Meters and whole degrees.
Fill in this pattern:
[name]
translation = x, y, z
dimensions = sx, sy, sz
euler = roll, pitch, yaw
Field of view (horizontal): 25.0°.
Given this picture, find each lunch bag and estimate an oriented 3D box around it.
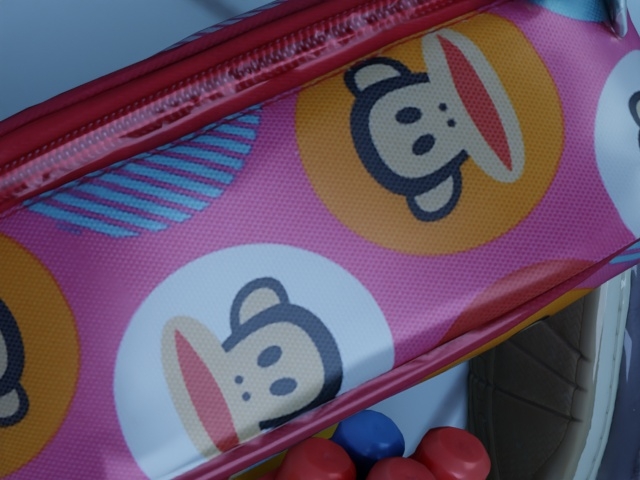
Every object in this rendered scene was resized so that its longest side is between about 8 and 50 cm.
[lunch bag]
translation = 0.000, 0.000, 0.472
dimensions = 0.258, 0.293, 0.120
euler = -24, 88, -9

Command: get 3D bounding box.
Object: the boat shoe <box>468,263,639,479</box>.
[boat shoe]
translation = 0.123, 0.098, 0.635
dimensions = 0.092, 0.103, 0.285
euler = -4, 107, -19

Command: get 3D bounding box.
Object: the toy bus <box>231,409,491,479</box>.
[toy bus]
translation = -0.027, 0.153, 0.506
dimensions = 0.220, 0.149, 0.211
euler = -24, 148, -46
